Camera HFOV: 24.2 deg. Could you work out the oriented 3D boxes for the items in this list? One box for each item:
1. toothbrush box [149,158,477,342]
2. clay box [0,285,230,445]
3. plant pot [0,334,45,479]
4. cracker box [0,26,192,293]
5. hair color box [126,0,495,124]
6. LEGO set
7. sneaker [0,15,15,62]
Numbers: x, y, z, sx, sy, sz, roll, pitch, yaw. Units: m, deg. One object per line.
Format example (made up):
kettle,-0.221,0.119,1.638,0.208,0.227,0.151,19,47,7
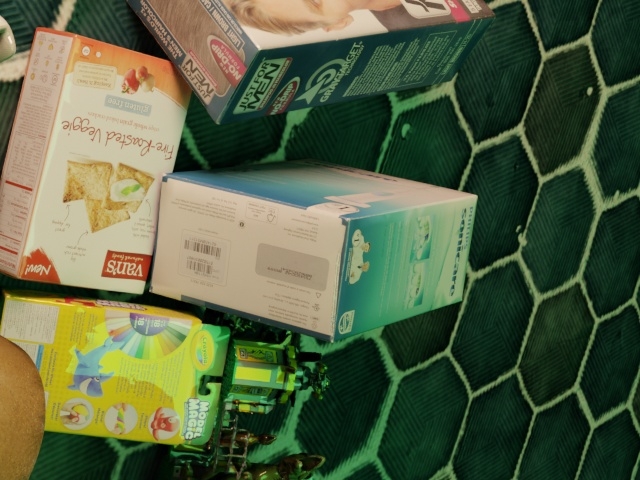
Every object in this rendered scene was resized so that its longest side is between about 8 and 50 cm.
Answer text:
toothbrush box,0.000,0.000,1.528,0.295,0.216,0.126,-14,114,-60
clay box,-0.207,0.123,1.441,0.222,0.053,0.127,9,97,-19
plant pot,-0.388,0.120,1.173,0.237,0.237,0.254,-59,139,-15
cracker box,-0.219,-0.072,1.426,0.156,0.067,0.232,10,96,-48
hair color box,-0.001,-0.235,1.511,0.347,0.174,0.105,-16,151,-43
LEGO set,-0.047,0.233,1.567,0.192,0.255,0.331,8,85,-21
sneaker,-0.375,-0.113,1.200,0.297,0.129,0.111,-48,134,-24
